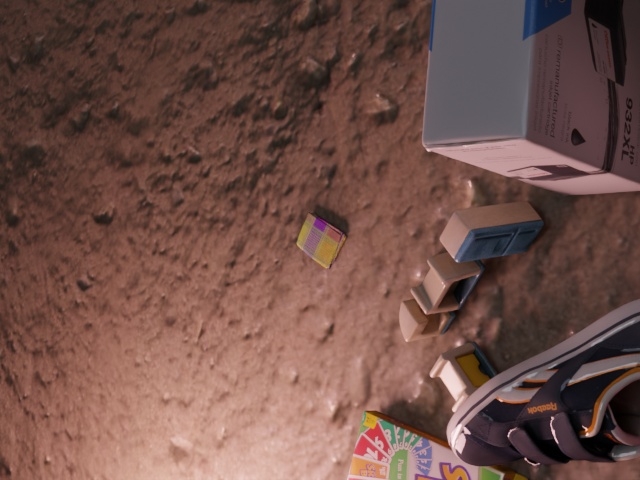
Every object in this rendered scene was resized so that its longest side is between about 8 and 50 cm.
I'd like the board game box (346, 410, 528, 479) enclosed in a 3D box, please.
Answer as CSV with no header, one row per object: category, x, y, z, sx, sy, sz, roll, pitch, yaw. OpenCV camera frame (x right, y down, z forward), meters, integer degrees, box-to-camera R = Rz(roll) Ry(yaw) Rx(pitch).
board game box,0.144,0.320,1.393,0.259,0.039,0.124,17,95,40

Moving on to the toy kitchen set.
toy kitchen set,0.213,0.085,1.336,0.166,0.122,0.207,57,140,32

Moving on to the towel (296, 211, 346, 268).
towel,0.000,0.000,1.592,0.083,0.009,0.060,34,107,41

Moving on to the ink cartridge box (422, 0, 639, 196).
ink cartridge box,0.256,-0.183,1.185,0.129,0.307,0.223,-1,82,40

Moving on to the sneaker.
sneaker,0.279,0.196,1.215,0.321,0.126,0.127,-40,44,29
